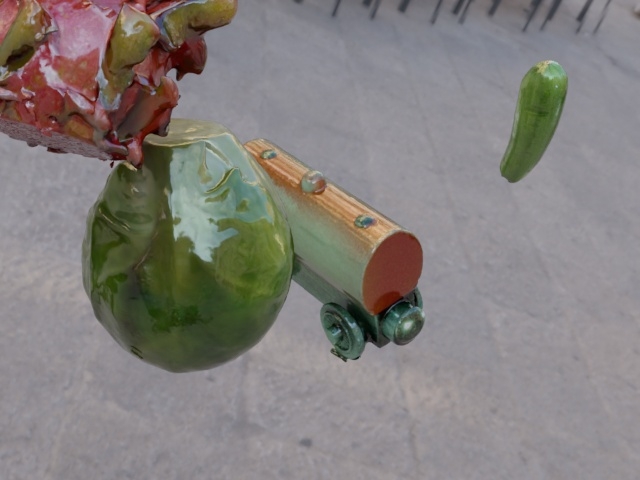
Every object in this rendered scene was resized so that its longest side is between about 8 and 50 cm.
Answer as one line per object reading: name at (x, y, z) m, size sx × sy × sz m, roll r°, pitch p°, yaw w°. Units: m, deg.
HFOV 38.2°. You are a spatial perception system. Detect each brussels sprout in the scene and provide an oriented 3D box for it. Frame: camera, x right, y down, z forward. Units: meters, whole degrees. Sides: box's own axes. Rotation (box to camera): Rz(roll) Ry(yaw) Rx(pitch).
brussels sprout at (-0.096, 0.004, 0.679) m, size 0.144 × 0.180 × 0.161 m, roll -8°, pitch 31°, yaw -37°

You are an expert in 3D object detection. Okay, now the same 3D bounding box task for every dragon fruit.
dragon fruit at (-0.139, -0.116, 0.574) m, size 0.150 × 0.208 × 0.133 m, roll 56°, pitch 4°, yaw -3°

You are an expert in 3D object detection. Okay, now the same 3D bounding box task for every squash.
squash at (0.120, -0.064, 0.524) m, size 0.027 × 0.089 × 0.027 m, roll 1°, pitch 51°, yaw -2°

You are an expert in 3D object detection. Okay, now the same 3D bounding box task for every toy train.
toy train at (0.000, 0.000, 0.986) m, size 0.116 × 0.177 × 0.285 m, roll -29°, pitch 44°, yaw -24°
